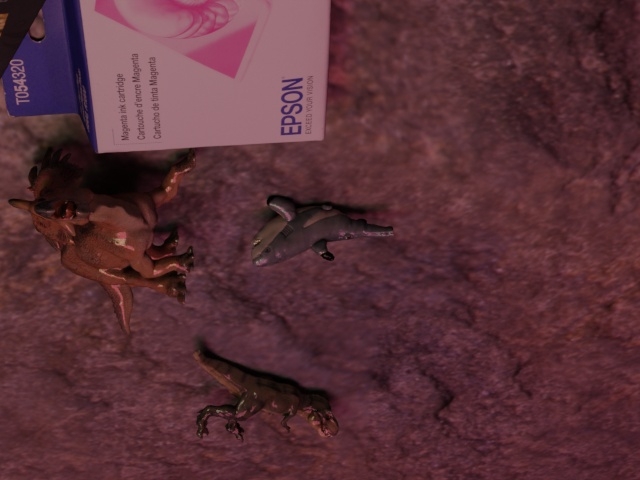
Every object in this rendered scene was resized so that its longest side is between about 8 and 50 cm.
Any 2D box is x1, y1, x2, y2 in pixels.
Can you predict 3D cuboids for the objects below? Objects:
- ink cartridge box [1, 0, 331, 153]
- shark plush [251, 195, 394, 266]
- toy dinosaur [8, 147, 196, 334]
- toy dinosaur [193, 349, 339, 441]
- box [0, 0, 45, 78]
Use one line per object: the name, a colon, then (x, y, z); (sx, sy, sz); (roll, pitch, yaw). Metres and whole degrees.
ink cartridge box: (-0.155, -0.204, 1.766); (0.330, 0.071, 0.324); (-5, 146, -4)
shark plush: (0.000, 0.000, 2.091); (0.161, 0.067, 0.073); (4, 145, -15)
toy dinosaur: (-0.244, -0.007, 1.995); (0.200, 0.127, 0.295); (1, 149, -12)
toy dinosaur: (-0.100, 0.213, 2.398); (0.268, 0.064, 0.118); (27, 119, -39)
box: (-0.346, -0.222, 1.575); (0.143, 0.165, 0.270); (-4, 154, -32)
